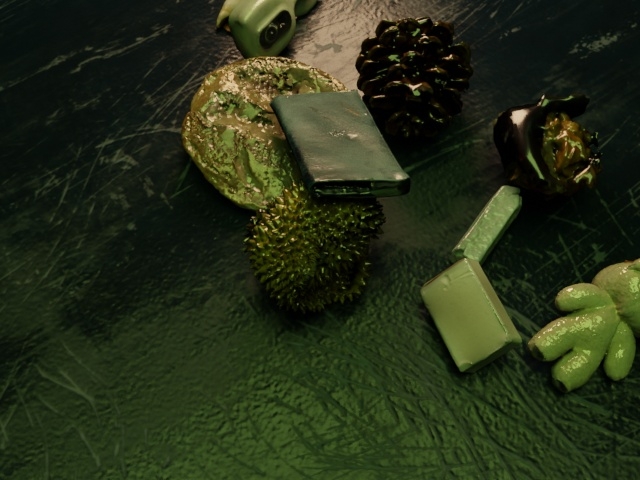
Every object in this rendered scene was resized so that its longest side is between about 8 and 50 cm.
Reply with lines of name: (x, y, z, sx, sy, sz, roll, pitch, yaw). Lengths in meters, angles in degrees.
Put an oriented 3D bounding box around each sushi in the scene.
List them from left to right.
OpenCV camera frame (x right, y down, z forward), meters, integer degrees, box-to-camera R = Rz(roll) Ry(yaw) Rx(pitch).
sushi: (0.452, -0.176, 1.761, 0.200, 0.213, 0.204, -13, 80, 15)

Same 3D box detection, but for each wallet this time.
wallet: (0.029, -0.186, 1.678, 0.191, 0.046, 0.379, -5, 34, -12)

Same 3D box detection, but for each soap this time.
soap: (0.273, 0.138, 1.646, 0.121, 0.064, 0.183, -37, 64, 24)

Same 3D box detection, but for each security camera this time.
security camera: (-0.077, -0.521, 1.958, 0.080, 0.157, 0.301, 25, 66, 37)

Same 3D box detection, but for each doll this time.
doll: (0.512, 0.153, 1.654, 0.278, 0.175, 0.149, -35, 30, -8)

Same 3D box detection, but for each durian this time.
durian: (-0.003, -0.008, 1.656, 0.293, 0.258, 0.258, -34, 68, -22)

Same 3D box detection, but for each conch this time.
conch: (-0.160, -0.541, 2.007, 0.104, 0.094, 0.176, 47, 72, -17)

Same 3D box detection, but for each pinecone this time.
pinecone: (0.197, -0.325, 1.831, 0.243, 0.243, 0.257, -14, 78, -8)

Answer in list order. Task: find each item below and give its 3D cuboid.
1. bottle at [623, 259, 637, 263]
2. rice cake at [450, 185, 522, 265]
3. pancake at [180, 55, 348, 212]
bottle: (0.675, 0.069, 1.712, 0.187, 0.069, 0.069, 10, 63, 6)
rice cake: (0.328, -0.019, 1.757, 0.063, 0.069, 0.206, 34, 70, 13)
pancake: (-0.092, -0.222, 1.847, 0.387, 0.082, 0.387, 2, 64, -5)
